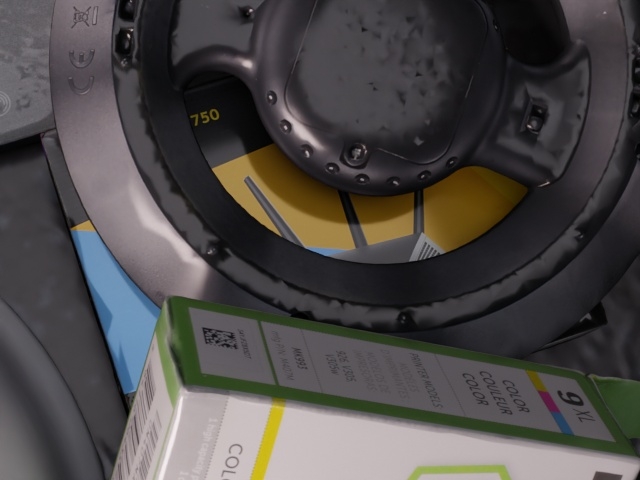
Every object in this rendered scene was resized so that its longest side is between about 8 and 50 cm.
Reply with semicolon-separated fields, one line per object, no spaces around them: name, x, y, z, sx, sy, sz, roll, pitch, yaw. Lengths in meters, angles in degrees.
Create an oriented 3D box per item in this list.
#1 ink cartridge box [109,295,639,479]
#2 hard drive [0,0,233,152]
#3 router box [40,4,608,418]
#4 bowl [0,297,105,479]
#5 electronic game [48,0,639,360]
ink cartridge box;0.036;0.095;0.506;0.209;0.062;0.109;11;113;-17
hard drive;-0.079;-0.097;0.588;0.135;0.022;0.094;-18;83;-11
router box;0.000;0.000;0.570;0.179;0.046;0.133;-18;82;-11
bowl;-0.212;0.116;0.476;0.298;0.134;0.297;1;80;-8
electronic game;0.020;-0.061;0.535;0.229;0.048;0.229;0;87;-9
